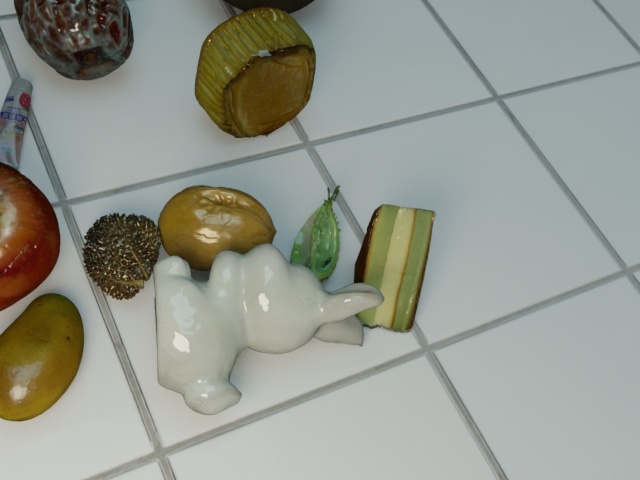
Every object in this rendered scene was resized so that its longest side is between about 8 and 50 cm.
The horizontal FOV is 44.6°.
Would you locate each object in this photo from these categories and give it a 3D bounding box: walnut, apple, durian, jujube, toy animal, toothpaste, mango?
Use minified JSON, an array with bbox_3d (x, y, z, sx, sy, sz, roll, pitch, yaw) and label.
[{"bbox_3d":[-0.180,-0.021,1.364,0.207,0.159,0.159,5,55,-5],"label":"walnut"},{"bbox_3d":[-0.552,0.000,1.225,0.272,0.206,0.251,-12,71,-18],"label":"apple"},{"bbox_3d":[-0.353,0.013,1.311,0.189,0.091,0.148,29,90,42],"label":"durian"},{"bbox_3d":[-0.497,-0.469,1.547,0.226,0.226,0.316,-15,64,-23],"label":"jujube"},{"bbox_3d":[-0.092,0.135,1.259,0.368,0.196,0.241,-12,68,-20],"label":"toy animal"},{"bbox_3d":[-0.582,-0.219,1.465,0.067,0.043,0.194,9,60,-12],"label":"toothpaste"},{"bbox_3d":[0.000,0.000,1.425,0.086,0.100,0.215,16,55,-5],"label":"durian"},{"bbox_3d":[-0.436,0.174,1.203,0.136,0.099,0.227,10,46,0],"label":"mango"}]

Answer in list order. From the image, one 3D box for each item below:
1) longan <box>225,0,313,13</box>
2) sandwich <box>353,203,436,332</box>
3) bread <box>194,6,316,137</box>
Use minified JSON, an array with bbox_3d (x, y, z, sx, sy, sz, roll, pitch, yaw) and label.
[{"bbox_3d":[-0.113,-0.642,1.733,0.350,0.288,0.288,-18,62,-30],"label":"longan"},{"bbox_3d":[0.132,0.050,1.379,0.117,0.187,0.144,7,49,-9],"label":"sandwich"},{"bbox_3d":[-0.124,-0.323,1.521,0.228,0.253,0.142,-29,71,-25],"label":"bread"}]
